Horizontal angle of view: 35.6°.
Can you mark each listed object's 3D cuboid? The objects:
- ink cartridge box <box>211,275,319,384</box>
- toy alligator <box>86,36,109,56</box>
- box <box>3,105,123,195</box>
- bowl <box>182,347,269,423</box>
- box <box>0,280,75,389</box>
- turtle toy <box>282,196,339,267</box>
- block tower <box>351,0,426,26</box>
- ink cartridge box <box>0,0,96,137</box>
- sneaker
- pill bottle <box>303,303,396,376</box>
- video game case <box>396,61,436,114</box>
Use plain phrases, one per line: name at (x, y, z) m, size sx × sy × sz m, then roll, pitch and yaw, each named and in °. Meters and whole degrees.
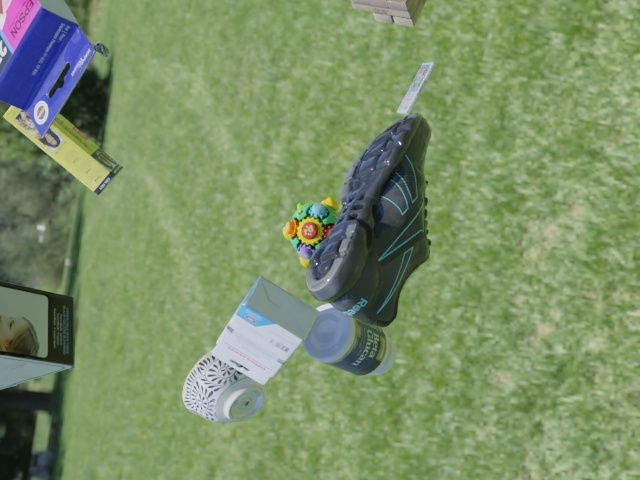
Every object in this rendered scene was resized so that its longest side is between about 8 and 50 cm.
ink cartridge box at (-0.087, 0.138, 1.496) m, size 0.060 × 0.104 × 0.180 m, roll -62°, pitch 5°, yaw -36°
toy alligator at (-0.431, -0.333, 1.671) m, size 0.189 × 0.051 × 0.056 m, roll 28°, pitch 139°, yaw 35°
box at (-0.493, -0.189, 1.925) m, size 0.058 × 0.232 × 0.087 m, roll -47°, pitch 10°, yaw 13°
bowl at (-0.149, 0.264, 1.749) m, size 0.080 × 0.170 × 0.170 m, roll 43°, pitch 128°, yaw 40°
box at (-0.430, 0.095, 1.075) m, size 0.169 × 0.290 × 0.087 m, roll -19°, pitch 66°, yaw 34°
turtle toy at (0.000, 0.000, 1.449) m, size 0.130 × 0.095 × 0.066 m, roll 58°, pitch -168°, yaw 11°
block tower at (0.058, -0.407, 1.239) m, size 0.097 × 0.091 × 0.335 m, roll -66°, pitch -26°, yaw -20°
ink cartridge box at (-0.480, -0.346, 1.523) m, size 0.176 × 0.069 × 0.371 m, roll -50°, pitch 62°, yaw 27°
sneaker at (0.073, -0.025, 1.120) m, size 0.101 × 0.106 × 0.267 m, roll -23°, pitch 36°, yaw 56°
pill bottle at (0.053, 0.166, 1.601) m, size 0.094 × 0.169 × 0.094 m, roll -13°, pitch 66°, yaw 30°
video game case at (0.206, -0.327, 2.151) m, size 0.122 × 0.011 × 0.087 m, roll -62°, pitch 11°, yaw 3°
